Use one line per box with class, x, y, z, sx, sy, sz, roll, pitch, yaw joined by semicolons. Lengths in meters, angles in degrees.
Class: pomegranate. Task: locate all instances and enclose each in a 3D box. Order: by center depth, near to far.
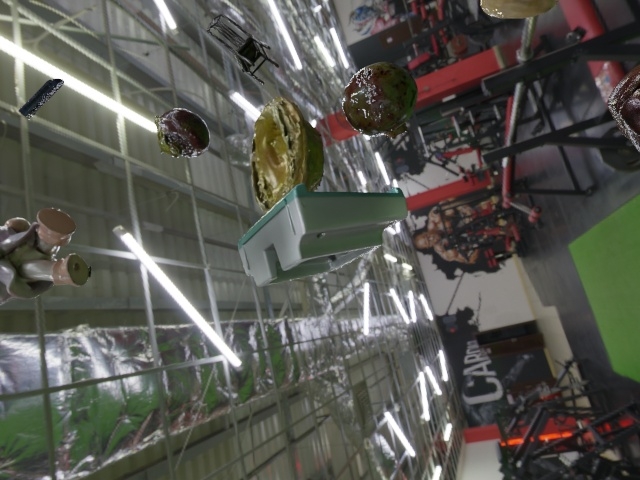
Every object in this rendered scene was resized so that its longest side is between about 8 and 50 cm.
pomegranate;0.100;-0.226;0.712;0.130;0.131;0.130;-18;-90;-73

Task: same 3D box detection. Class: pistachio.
pistachio;0.566;-0.721;1.231;0.157;0.230;0.157;-175;90;-85

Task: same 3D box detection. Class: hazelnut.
hazelnut;0.863;-0.343;1.081;0.233;0.218;0.218;53;-162;-1

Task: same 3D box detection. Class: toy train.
toy train;-0.438;-0.227;0.675;0.017;0.083;0.017;39;169;-11

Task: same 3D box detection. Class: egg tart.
egg tart;-0.078;-0.179;0.979;0.119;0.288;0.287;-7;-104;-30

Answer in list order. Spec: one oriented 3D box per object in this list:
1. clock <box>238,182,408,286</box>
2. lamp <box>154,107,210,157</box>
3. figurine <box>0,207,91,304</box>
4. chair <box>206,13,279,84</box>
clock;0.000;0.000;0.796;0.232;0.262;0.116;-4;-106;-33
lamp;-0.413;-0.310;1.283;0.156;0.158;0.134;54;-137;-41
figurine;-0.491;0.038;0.659;0.200;0.276;0.132;-82;-21;-57
chair;-0.233;-0.569;1.273;0.213;0.084;0.101;40;176;18
